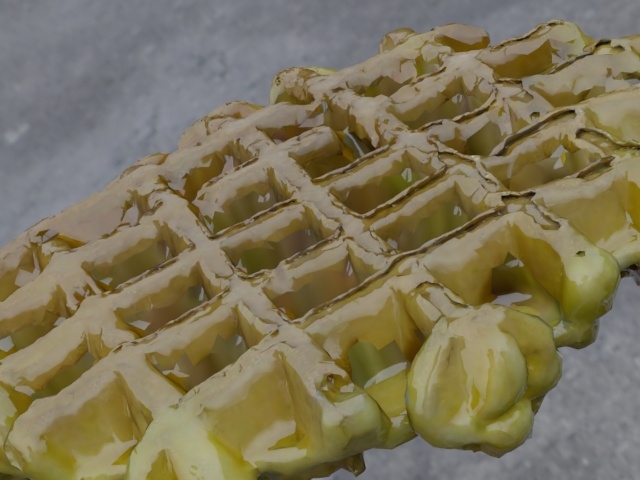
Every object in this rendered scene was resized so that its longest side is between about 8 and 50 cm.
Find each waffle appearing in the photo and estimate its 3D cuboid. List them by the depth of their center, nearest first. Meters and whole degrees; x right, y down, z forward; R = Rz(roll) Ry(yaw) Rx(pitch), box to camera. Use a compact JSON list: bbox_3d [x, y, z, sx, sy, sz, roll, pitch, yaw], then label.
[{"bbox_3d":[0.001,0.002,0.400,0.191,0.038,0.191,-17,27,9],"label":"waffle"}]
